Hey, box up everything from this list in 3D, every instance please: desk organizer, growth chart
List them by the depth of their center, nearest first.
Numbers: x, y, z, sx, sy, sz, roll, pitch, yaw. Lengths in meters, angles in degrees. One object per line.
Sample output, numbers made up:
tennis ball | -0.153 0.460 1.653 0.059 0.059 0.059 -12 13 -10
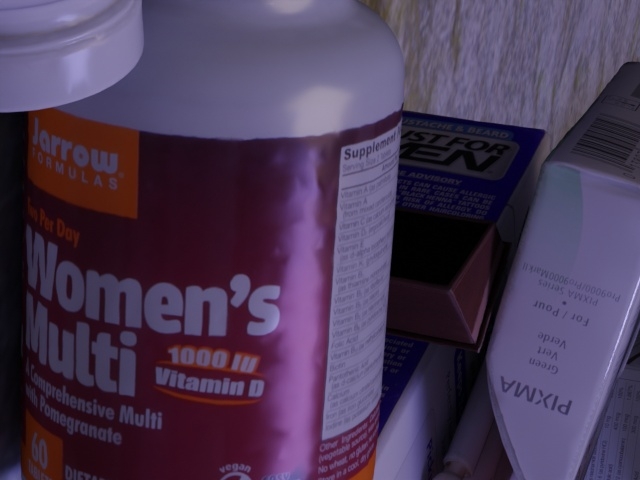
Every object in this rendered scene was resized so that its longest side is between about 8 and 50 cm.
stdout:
desk organizer | 0.000 0.000 0.669 0.050 0.130 0.047 60 44 -59
growth chart | 0.081 0.138 0.820 0.172 0.021 0.237 -61 154 -42

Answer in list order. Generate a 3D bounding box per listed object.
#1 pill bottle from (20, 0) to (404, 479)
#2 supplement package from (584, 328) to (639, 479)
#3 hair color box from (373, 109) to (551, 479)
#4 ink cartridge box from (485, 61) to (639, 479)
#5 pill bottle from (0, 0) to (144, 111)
pill bottle | -0.035 -0.015 0.573 0.121 0.121 0.221 -39 136 -62
supplement package | 0.209 0.174 1.336 0.262 0.145 0.204 -7 105 -70
hair color box | 0.009 0.104 0.787 0.339 0.110 0.185 -54 148 -49
ink cartridge box | 0.104 0.050 0.755 0.181 0.056 0.224 -44 153 -65
pill bottle | -0.082 -0.113 0.441 0.086 0.086 0.152 -55 150 -50
